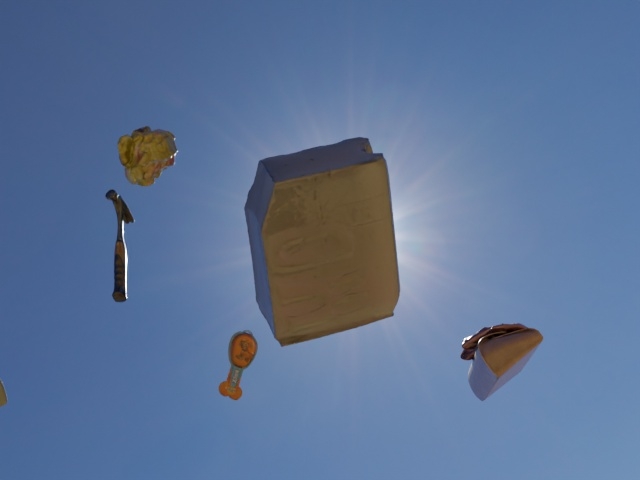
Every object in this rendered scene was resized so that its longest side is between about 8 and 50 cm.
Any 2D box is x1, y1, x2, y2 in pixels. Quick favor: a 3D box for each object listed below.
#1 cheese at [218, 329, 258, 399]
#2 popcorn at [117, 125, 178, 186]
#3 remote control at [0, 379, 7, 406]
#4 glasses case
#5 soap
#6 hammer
[{"bbox_3d":[-0.126,0.188,0.996,0.047,0.111,0.017,22,-29,-15],"label":"cheese"},{"bbox_3d":[-0.284,-0.147,1.078,0.089,0.097,0.109,53,-133,-7],"label":"popcorn"},{"bbox_3d":[-0.805,0.355,1.356,0.038,0.123,0.285,-25,0,40],"label":"remote control"},{"bbox_3d":[0.241,0.144,0.871,0.102,0.070,0.193,-36,-23,-7],"label":"glasses case"},{"bbox_3d":[0.000,0.000,1.568,0.351,0.213,0.434,-10,-64,-7],"label":"soap"},{"bbox_3d":[-0.345,0.013,1.123,0.021,0.200,0.078,-12,-27,6],"label":"hammer"}]
